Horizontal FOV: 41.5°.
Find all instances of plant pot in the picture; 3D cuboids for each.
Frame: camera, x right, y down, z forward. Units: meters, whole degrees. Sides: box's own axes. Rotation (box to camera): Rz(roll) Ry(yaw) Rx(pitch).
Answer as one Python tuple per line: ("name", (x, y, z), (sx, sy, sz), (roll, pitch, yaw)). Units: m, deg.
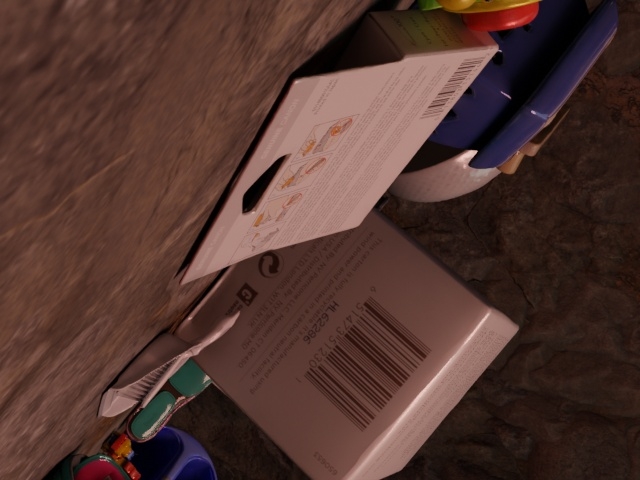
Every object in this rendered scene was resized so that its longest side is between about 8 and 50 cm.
("plant pot", (0.221, -0.239, 1.082), (0.236, 0.212, 0.236), (-52, 178, -18))

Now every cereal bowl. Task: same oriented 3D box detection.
("cereal bowl", (0.262, -0.191, 1.663), (0.338, 0.141, 0.339), (-24, -147, 16))

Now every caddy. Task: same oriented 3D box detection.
("caddy", (-0.353, 0.521, 1.645), (0.179, 0.241, 0.341), (-44, -175, 45))

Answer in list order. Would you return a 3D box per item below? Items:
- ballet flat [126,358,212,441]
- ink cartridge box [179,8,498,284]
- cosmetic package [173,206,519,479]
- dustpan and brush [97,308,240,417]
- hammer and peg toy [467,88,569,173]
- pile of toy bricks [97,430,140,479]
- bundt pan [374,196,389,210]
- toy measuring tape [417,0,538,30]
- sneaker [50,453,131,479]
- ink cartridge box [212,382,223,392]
("ballet flat", (-0.269, 0.271, 1.528), (0.221, 0.077, 0.079), (-46, -165, -17))
("ink cartridge box", (-0.001, -0.093, 0.825), (0.261, 0.066, 0.296), (-17, 155, -40))
("cosmetic package", (0.060, 0.141, 1.282), (0.329, 0.327, 0.393), (-51, 160, 3))
("dustpan and brush", (-0.186, 0.149, 1.073), (0.211, 0.060, 0.147), (-50, 178, -29))
("hammer and peg toy", (0.286, -0.259, 1.427), (0.361, 0.266, 0.127), (-41, 158, -56))
("pile of toy bricks", (-0.359, 0.420, 1.490), (0.118, 0.105, 0.212), (-50, 178, -31))
("bundt pan", (0.000, 0.000, 1.806), (0.331, 0.124, 0.331), (-50, 179, -1))
("toy measuring tape", (0.182, -0.274, 0.793), (0.121, 0.121, 0.330), (-53, 177, 38))
("sneaker", (-0.332, 0.373, 1.130), (0.178, 0.124, 0.295), (-41, 174, -19))
("ink cartridge box", (-0.178, 0.245, 1.759), (0.093, 0.154, 0.212), (-50, 179, 3))
